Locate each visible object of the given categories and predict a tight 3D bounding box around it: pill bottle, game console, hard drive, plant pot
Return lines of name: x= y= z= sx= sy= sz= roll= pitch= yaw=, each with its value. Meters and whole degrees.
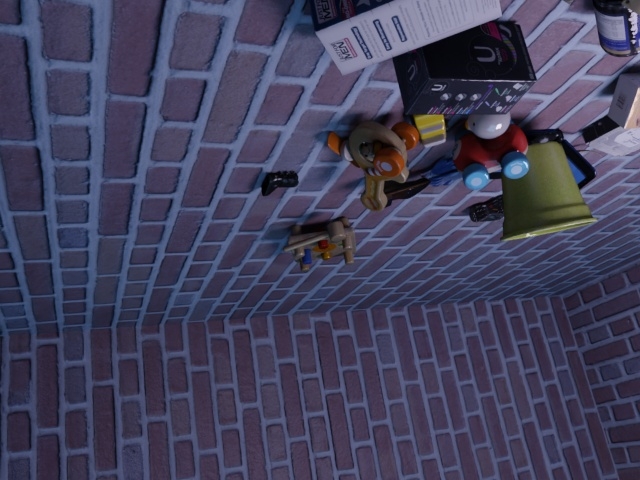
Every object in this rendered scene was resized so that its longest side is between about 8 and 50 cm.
pill bottle: x=0.646 y=-0.503 z=1.317 sx=0.122 sy=0.123 sz=0.219 roll=-18 pitch=148 yaw=21
game console: x=0.701 y=-0.218 z=2.046 sx=0.250 sy=0.173 sz=0.293 roll=-5 pitch=158 yaw=-14
hard drive: x=1.028 y=-0.377 z=1.937 sx=0.237 sy=0.064 sz=0.339 roll=8 pitch=154 yaw=-39
plant pot: x=0.649 y=-0.149 z=1.847 sx=0.276 sy=0.254 sz=0.276 roll=-10 pitch=175 yaw=-1

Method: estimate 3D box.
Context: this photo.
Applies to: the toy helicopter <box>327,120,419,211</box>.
toy helicopter: x=0.142 y=-0.207 z=1.804 sx=0.235 sy=0.140 sz=0.355 roll=21 pitch=149 yaw=16

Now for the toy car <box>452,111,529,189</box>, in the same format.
toy car: x=0.454 y=-0.309 z=1.732 sx=0.210 sy=0.219 sz=0.238 roll=-16 pitch=130 yaw=17

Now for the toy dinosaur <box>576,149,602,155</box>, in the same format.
toy dinosaur: x=0.823 y=-0.290 z=2.097 sx=0.211 sy=0.064 sz=0.112 roll=-12 pitch=177 yaw=35

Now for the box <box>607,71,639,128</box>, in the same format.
box: x=0.915 y=-0.393 z=1.729 sx=0.170 sy=0.091 sz=0.130 roll=-7 pitch=128 yaw=-8

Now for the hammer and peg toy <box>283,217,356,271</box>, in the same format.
hammer and peg toy: x=0.000 y=0.000 z=2.359 sx=0.266 sy=0.127 sz=0.361 roll=-9 pitch=160 yaw=3

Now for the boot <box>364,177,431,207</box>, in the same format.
boot: x=0.253 y=-0.188 z=2.055 sx=0.219 sy=0.106 sz=0.082 roll=-22 pitch=159 yaw=-17

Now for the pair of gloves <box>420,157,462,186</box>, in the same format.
pair of gloves: x=0.424 y=-0.232 z=2.093 sx=0.159 sy=0.023 sz=0.198 roll=-21 pitch=158 yaw=23

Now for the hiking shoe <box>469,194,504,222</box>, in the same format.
hiking shoe: x=0.704 y=-0.127 z=2.445 sx=0.226 sy=0.086 sz=0.114 roll=-13 pitch=174 yaw=24

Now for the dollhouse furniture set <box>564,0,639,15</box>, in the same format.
dollhouse furniture set: x=0.532 y=-0.550 z=1.122 sx=0.242 sy=0.161 sz=0.212 roll=35 pitch=155 yaw=4

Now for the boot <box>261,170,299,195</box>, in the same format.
boot: x=-0.127 y=-0.177 z=1.952 sx=0.099 sy=0.045 sz=0.121 roll=-5 pitch=159 yaw=-22

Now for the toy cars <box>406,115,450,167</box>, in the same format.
toy cars: x=0.267 y=-0.268 z=1.829 sx=0.176 sy=0.087 sz=0.393 roll=1 pitch=157 yaw=-27

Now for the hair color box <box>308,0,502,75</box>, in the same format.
hair color box: x=0.167 y=-0.467 z=1.230 sx=0.347 sy=0.105 sz=0.174 roll=-17 pitch=158 yaw=16

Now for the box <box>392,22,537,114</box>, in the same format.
box: x=0.324 y=-0.392 z=1.418 sx=0.270 sy=0.165 sz=0.143 roll=-4 pitch=159 yaw=-17
